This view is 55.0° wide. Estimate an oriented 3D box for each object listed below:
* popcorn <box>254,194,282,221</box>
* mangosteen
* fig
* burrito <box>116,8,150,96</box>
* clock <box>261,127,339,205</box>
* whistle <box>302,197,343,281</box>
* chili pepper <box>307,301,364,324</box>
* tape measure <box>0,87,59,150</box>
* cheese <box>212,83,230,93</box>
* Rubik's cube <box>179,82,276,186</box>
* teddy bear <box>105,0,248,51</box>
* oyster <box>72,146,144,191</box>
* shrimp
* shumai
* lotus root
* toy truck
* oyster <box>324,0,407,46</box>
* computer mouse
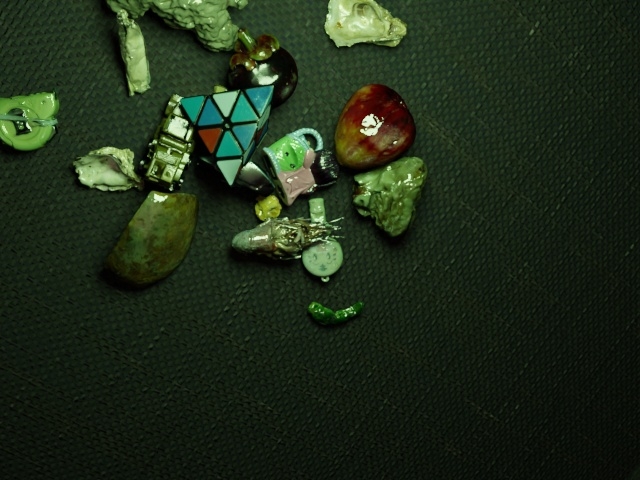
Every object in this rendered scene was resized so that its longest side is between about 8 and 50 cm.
[{"bbox_3d":[-0.148,-0.100,1.822,0.084,0.084,0.084,-3,103,-13],"label":"popcorn"},{"bbox_3d":[-0.161,-0.466,1.657,0.194,0.194,0.230,-21,134,-9],"label":"mangosteen"},{"bbox_3d":[0.156,-0.318,1.761,0.224,0.224,0.263,41,77,-18],"label":"fig"},{"bbox_3d":[-0.492,-0.489,1.610,0.063,0.058,0.229,14,131,13],"label":"burrito"},{"bbox_3d":[-0.051,-0.224,1.793,0.196,0.100,0.193,-26,108,-16],"label":"clock"},{"bbox_3d":[0.000,0.000,1.874,0.126,0.067,0.257,-7,100,0],"label":"whistle"},{"bbox_3d":[0.048,0.230,1.943,0.182,0.050,0.073,0,96,-16],"label":"chili pepper"},{"bbox_3d":[-0.770,-0.310,1.600,0.178,0.087,0.153,-9,105,-10],"label":"tape measure"},{"bbox_3d":[-0.265,-0.398,1.728,0.084,0.041,0.060,18,96,-16],"label":"cheese"},{"bbox_3d":[-0.227,-0.317,1.680,0.250,0.234,0.284,25,104,18],"label":"Rubik's cube"},{"bbox_3d":[-0.339,-0.719,1.582,0.358,0.224,0.367,15,83,-15],"label":"teddy bear"},{"bbox_3d":[-0.574,-0.192,1.692,0.163,0.081,0.191,-32,125,20],"label":"oyster"},{"bbox_3d":[-0.091,-0.013,1.792,0.343,0.145,0.116,-8,69,-3],"label":"shrimp"},{"bbox_3d":[0.202,-0.146,1.854,0.218,0.189,0.255,13,115,2],"label":"shumai"},{"bbox_3d":[-0.463,-0.001,1.718,0.210,0.142,0.314,21,98,-19],"label":"lotus root"},{"bbox_3d":[-0.396,-0.270,1.667,0.127,0.127,0.257,23,80,-14],"label":"toy truck"},{"bbox_3d":[0.131,-0.619,1.760,0.233,0.107,0.161,13,105,2],"label":"oyster"},{"bbox_3d":[-0.232,-0.201,1.734,0.233,0.137,0.096,21,98,-23],"label":"computer mouse"}]
